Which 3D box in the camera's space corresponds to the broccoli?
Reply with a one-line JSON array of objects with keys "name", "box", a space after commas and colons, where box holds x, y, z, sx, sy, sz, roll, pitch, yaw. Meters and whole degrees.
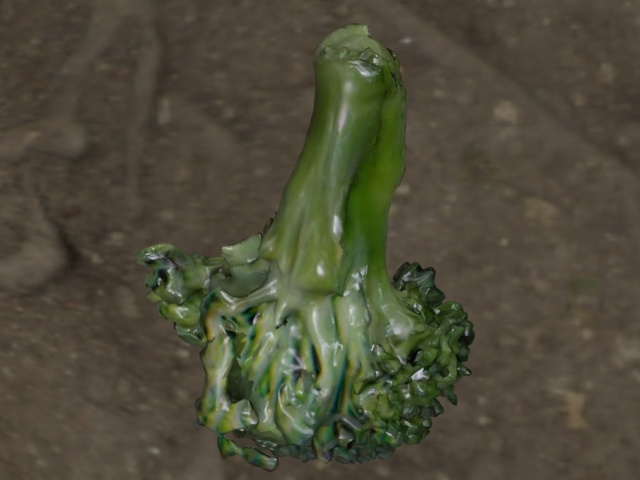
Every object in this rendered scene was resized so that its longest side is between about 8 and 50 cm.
[{"name": "broccoli", "box": [-0.016, 0.003, 1.087, 0.177, 0.198, 0.275, -36, 120, -52]}]
